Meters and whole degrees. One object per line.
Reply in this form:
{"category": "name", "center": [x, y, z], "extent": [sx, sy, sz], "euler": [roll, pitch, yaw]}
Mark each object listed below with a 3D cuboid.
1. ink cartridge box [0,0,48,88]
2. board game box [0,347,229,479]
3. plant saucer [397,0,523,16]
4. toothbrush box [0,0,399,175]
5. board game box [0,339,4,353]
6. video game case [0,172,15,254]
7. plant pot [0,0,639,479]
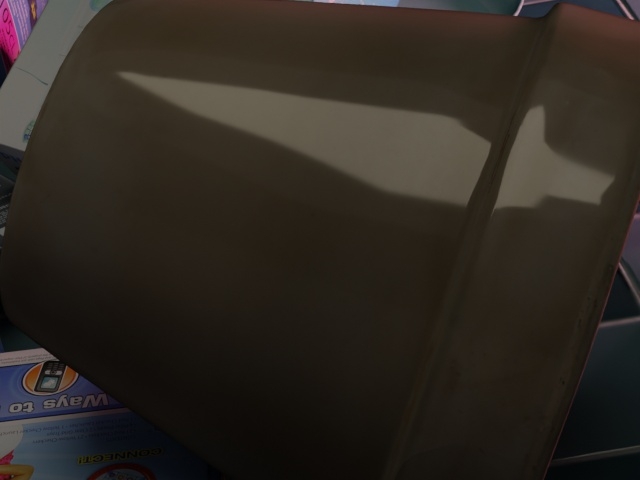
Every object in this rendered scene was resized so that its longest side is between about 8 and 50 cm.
{"category": "ink cartridge box", "center": [-0.406, -0.257, 1.452], "extent": [0.270, 0.151, 0.395], "euler": [-4, 36, 3]}
{"category": "board game box", "center": [-0.202, 0.187, 0.818], "extent": [0.308, 0.086, 0.302], "euler": [-6, 34, 1]}
{"category": "plant saucer", "center": [0.028, -0.207, 1.384], "extent": [0.317, 0.044, 0.318], "euler": [-3, 30, 1]}
{"category": "toothbrush box", "center": [-0.087, -0.150, 1.132], "extent": [0.216, 0.126, 0.296], "euler": [17, 72, 26]}
{"category": "board game box", "center": [-0.292, 0.069, 0.993], "extent": [0.154, 0.103, 0.026], "euler": [-26, 38, -26]}
{"category": "video game case", "center": [-0.325, -0.006, 1.138], "extent": [0.196, 0.026, 0.274], "euler": [-26, 27, -26]}
{"category": "plant pot", "center": [0.000, 0.000, 0.786], "extent": [0.280, 0.323, 0.323], "euler": [20, 39, 6]}
